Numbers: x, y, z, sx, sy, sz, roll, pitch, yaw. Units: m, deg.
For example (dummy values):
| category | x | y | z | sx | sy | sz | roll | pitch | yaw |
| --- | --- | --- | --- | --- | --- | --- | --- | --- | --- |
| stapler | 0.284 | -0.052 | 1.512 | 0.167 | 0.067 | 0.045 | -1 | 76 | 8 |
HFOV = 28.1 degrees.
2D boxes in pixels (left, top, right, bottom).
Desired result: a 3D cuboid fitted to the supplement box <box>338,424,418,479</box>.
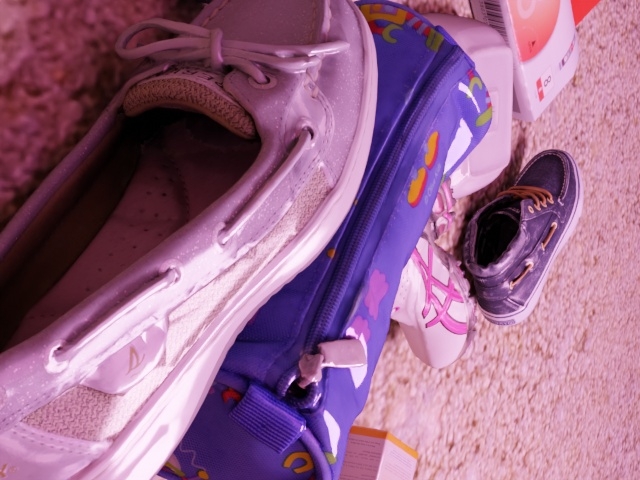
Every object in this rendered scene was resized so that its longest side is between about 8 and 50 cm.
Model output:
| category | x | y | z | sx | sy | sz | roll | pitch | yaw |
| --- | --- | --- | --- | --- | --- | --- | --- | --- | --- |
| supplement box | 0.031 | 0.183 | 0.874 | 0.062 | 0.036 | 0.098 | 44 | 56 | -56 |

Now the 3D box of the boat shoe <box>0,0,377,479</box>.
| category | x | y | z | sx | sy | sz | roll | pitch | yaw |
| --- | --- | --- | --- | --- | --- | --- | --- | --- | --- |
| boat shoe | -0.070 | -0.022 | 0.570 | 0.320 | 0.118 | 0.103 | -57 | 147 | -30 |

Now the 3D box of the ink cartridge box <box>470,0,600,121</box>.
| category | x | y | z | sx | sy | sz | roll | pitch | yaw |
| --- | --- | --- | --- | --- | --- | --- | --- | --- | --- |
| ink cartridge box | 0.200 | -0.209 | 1.066 | 0.179 | 0.045 | 0.145 | -45 | 137 | -22 |

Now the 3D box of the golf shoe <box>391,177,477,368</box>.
| category | x | y | z | sx | sy | sz | roll | pitch | yaw |
| --- | --- | --- | --- | --- | --- | --- | --- | --- | --- |
| golf shoe | 0.053 | 0.024 | 0.874 | 0.086 | 0.067 | 0.186 | -36 | 131 | -22 |

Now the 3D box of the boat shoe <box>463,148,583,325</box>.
| category | x | y | z | sx | sy | sz | roll | pitch | yaw |
| --- | --- | --- | --- | --- | --- | --- | --- | --- | --- |
| boat shoe | 0.173 | -0.023 | 1.076 | 0.183 | 0.065 | 0.083 | -66 | 148 | -30 |

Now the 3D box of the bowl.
| category | x | y | z | sx | sy | sz | roll | pitch | yaw |
| --- | --- | --- | --- | --- | --- | --- | --- | --- | --- |
| bowl | 0.103 | -0.097 | 0.946 | 0.142 | 0.053 | 0.142 | -19 | 112 | -61 |

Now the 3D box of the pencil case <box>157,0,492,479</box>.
| category | x | y | z | sx | sy | sz | roll | pitch | yaw |
| --- | --- | --- | --- | --- | --- | --- | --- | --- | --- |
| pencil case | 0.000 | 0.000 | 0.687 | 0.119 | 0.133 | 0.306 | 44 | 50 | -21 |

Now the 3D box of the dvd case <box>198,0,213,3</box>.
| category | x | y | z | sx | sy | sz | roll | pitch | yaw |
| --- | --- | --- | --- | --- | --- | --- | --- | --- | --- |
| dvd case | -0.013 | -0.161 | 0.663 | 0.013 | 0.119 | 0.087 | 62 | 24 | 13 |
